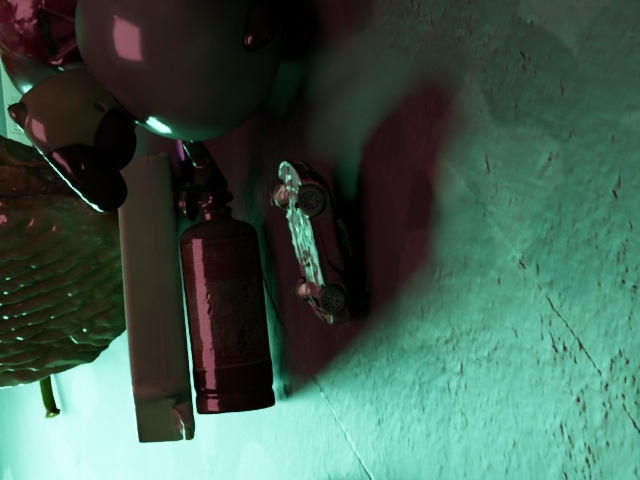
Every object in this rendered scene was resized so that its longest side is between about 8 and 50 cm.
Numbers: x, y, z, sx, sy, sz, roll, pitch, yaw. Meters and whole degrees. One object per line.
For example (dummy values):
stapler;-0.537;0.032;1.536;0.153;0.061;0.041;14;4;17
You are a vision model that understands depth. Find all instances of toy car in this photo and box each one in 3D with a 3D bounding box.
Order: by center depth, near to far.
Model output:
toy car;0.000;0.000;1.456;0.069;0.055;0.142;-160;56;-71

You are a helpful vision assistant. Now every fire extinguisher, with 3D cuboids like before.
fire extinguisher;-0.088;0.031;1.609;0.106;0.075;0.252;-162;67;-87

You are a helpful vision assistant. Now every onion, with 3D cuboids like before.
onion;-0.233;-0.209;1.681;0.207;0.200;0.201;-52;49;42

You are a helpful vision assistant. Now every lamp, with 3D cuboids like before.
lamp;-0.145;-0.151;1.526;0.244;0.198;0.198;-45;37;0

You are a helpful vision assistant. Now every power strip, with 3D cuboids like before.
power strip;-0.161;0.045;1.715;0.098;0.058;0.338;89;174;-52

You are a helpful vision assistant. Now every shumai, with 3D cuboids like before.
shumai;-0.319;-0.019;1.959;0.314;0.267;0.262;-29;44;26

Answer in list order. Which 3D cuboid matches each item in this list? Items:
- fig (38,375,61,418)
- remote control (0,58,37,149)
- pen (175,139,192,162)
fig;-0.370;0.113;2.202;0.142;0.186;0.148;-47;64;3
remote control;-0.334;-0.131;2.121;0.103;0.055;0.277;16;113;63
pen;-0.146;-0.176;1.753;0.025;0.025;0.204;-23;76;64
